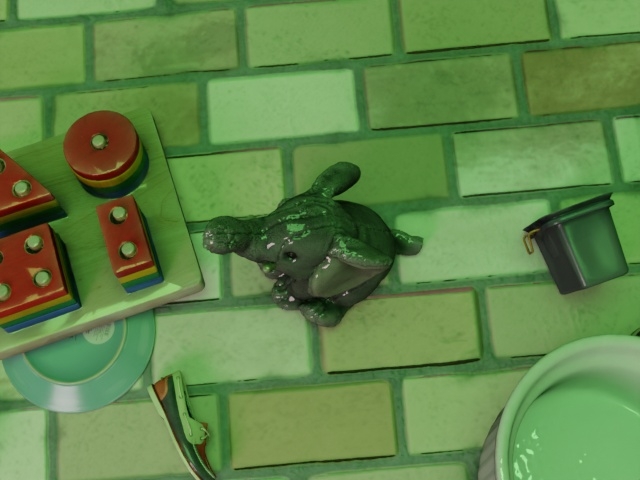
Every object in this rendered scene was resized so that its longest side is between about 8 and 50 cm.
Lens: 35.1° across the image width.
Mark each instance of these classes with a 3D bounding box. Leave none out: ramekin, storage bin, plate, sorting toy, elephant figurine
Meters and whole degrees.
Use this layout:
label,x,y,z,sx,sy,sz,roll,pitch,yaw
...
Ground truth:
label,x,y,z,sx,sy,sz,roll,pitch,yaw
ramekin,0.296,0.248,1.039,0.277,0.135,0.277,3,66,-7
storage bin,0.287,0.010,1.142,0.098,0.135,0.091,-19,83,-3
plate,-0.289,0.108,1.191,0.188,0.024,0.188,-1,72,3
sorting toy,-0.297,-0.028,1.181,0.257,0.089,0.255,-19,65,-3
elephant figurine,0.000,0.000,1.096,0.169,0.239,0.186,32,77,12

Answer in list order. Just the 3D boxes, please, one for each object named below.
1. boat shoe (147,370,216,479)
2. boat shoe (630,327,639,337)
label,x,y,z,sx,sy,sz,roll,pitch,yaw
boat shoe,-0.149,0.212,1.141,0.043,0.049,0.137,-28,69,-8
boat shoe,0.466,0.179,1.096,0.285,0.092,0.103,34,77,12
